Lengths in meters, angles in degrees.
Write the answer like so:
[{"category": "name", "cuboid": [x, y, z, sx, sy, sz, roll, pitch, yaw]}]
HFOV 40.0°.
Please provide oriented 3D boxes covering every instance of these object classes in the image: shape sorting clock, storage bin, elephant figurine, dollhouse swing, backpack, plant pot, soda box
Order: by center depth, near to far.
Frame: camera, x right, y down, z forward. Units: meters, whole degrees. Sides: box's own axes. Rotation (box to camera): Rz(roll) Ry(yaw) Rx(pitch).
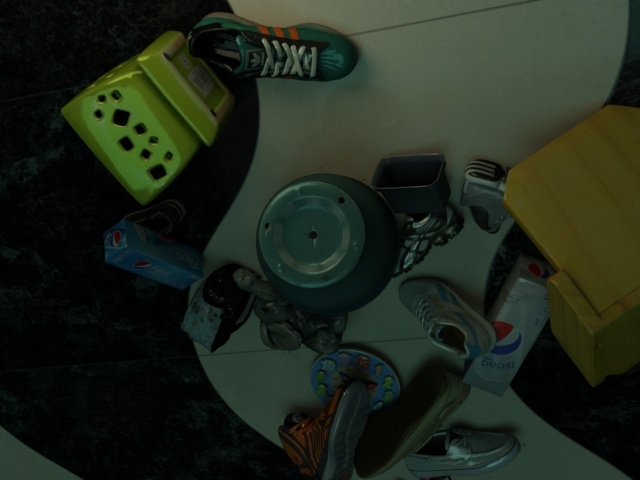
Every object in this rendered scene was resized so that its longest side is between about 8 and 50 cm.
[{"category": "dollhouse swing", "cuboid": [0.517, 0.001, 1.545, 0.346, 0.305, 0.315, -34, 145, -6]}, {"category": "plant pot", "cuboid": [0.000, 0.000, 1.580, 0.271, 0.255, 0.272, -1, 86, 9]}, {"category": "plant pot", "cuboid": [-0.290, -0.238, 1.601, 0.207, 0.228, 0.227, -33, 108, 21]}, {"category": "storage bin", "cuboid": [0.177, -0.104, 1.638, 0.135, 0.098, 0.091, 0, 140, 30]}, {"category": "soda box", "cuboid": [0.378, 0.171, 1.747, 0.091, 0.098, 0.286, 21, 124, 1]}, {"category": "soda box", "cuboid": [-0.338, 0.031, 1.796, 0.067, 0.071, 0.210, -31, 144, 27]}, {"category": "elephant figurine", "cuboid": [-0.065, 0.142, 1.810, 0.239, 0.169, 0.186, 12, 107, 0]}, {"category": "backpack", "cuboid": [-0.218, 0.145, 1.867, 0.115, 0.152, 0.182, 36, 127, 11]}, {"category": "shape sorting clock", "cuboid": [0.075, 0.319, 1.946, 0.206, 0.040, 0.206, 6, 121, 11]}]

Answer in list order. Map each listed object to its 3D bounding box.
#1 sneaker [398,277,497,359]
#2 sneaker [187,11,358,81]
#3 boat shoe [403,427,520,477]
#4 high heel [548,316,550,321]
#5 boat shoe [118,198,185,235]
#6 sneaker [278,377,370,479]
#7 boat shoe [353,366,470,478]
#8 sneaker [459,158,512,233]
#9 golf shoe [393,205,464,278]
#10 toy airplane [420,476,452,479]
[{"category": "sneaker", "cuboid": [0.235, 0.149, 1.730, 0.228, 0.092, 0.088, 35, 124, 35]}, {"category": "sneaker", "cuboid": [-0.089, -0.325, 1.552, 0.302, 0.121, 0.108, 10, 123, 8]}, {"category": "boat shoe", "cuboid": [0.303, 0.456, 1.945, 0.267, 0.096, 0.088, -14, 121, 30]}, {"category": "high heel", "cuboid": [0.577, 0.173, 1.734, 0.261, 0.186, 0.093, 21, 83, -30]}, {"category": "boat shoe", "cuboid": [-0.374, -0.020, 1.839, 0.206, 0.065, 0.075, -27, 111, 26]}, {"category": "sneaker", "cuboid": [-0.006, 0.411, 1.946, 0.180, 0.124, 0.321, 32, 122, 31]}, {"category": "boat shoe", "cuboid": [0.197, 0.411, 1.919, 0.110, 0.122, 0.341, 16, 128, -34]}, {"category": "sneaker", "cuboid": [0.366, -0.060, 1.630, 0.228, 0.086, 0.132, 21, 130, 10]}, {"category": "golf shoe", "cuboid": [0.183, -0.006, 1.713, 0.198, 0.077, 0.094, -40, 94, 23]}, {"category": "toy airplane", "cuboid": [0.238, 0.572, 2.064, 0.151, 0.028, 0.151, 6, 120, 11]}]
